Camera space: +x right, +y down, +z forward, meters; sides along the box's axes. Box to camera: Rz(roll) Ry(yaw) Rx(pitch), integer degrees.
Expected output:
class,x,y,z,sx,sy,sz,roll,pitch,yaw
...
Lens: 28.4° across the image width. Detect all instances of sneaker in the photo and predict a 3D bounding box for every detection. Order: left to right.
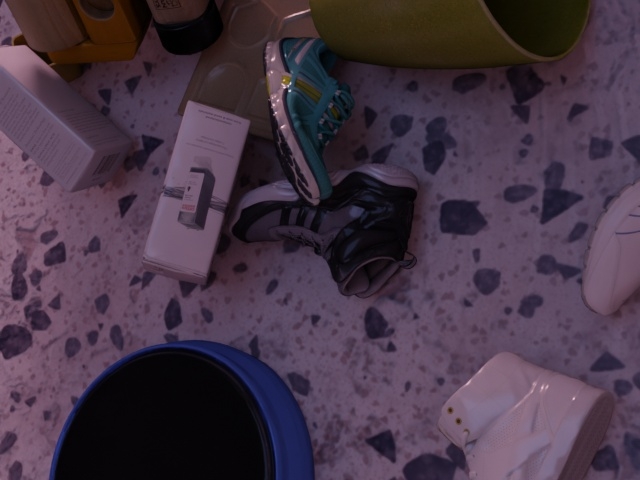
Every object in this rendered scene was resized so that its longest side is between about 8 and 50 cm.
class,x,y,z,sx,sy,sz,roll,pitch,yaw
sneaker,-0.010,-0.165,1.597,0.110,0.107,0.275,-9,52,1
sneaker,0.000,0.000,1.614,0.268,0.101,0.153,-12,68,24
sneaker,0.193,0.270,1.434,0.169,0.108,0.293,24,79,34
sneaker,0.402,-0.030,1.396,0.129,0.111,0.297,42,99,26

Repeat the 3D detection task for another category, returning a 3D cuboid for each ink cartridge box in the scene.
class,x,y,z,sx,sy,sz,roll,pitch,yaw
ink cartridge box,-0.165,-0.057,1.684,0.092,0.158,0.218,17,83,-3

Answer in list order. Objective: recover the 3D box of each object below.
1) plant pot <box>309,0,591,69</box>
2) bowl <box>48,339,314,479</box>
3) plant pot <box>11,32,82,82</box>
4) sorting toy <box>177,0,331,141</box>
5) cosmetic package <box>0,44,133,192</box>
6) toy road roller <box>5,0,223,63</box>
class,x,y,z,sx,sy,sz,roll,pitch,yaw
plant pot,0.134,-0.323,1.559,0.293,0.274,0.275,-10,70,42
bowl,-0.193,0.318,1.650,0.391,0.077,0.391,-8,72,27
plant pot,-0.413,-0.277,1.941,0.081,0.083,0.081,-22,66,22
sorting toy,-0.057,-0.291,1.773,0.229,0.041,0.307,17,81,32
cosmetic package,-0.398,-0.179,1.833,0.231,0.117,0.085,41,111,10
toy road roller,-0.277,-0.403,1.807,0.329,0.202,0.241,-2,47,18
